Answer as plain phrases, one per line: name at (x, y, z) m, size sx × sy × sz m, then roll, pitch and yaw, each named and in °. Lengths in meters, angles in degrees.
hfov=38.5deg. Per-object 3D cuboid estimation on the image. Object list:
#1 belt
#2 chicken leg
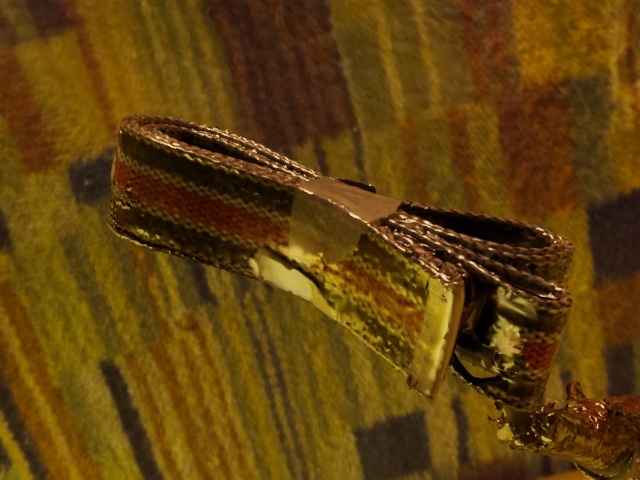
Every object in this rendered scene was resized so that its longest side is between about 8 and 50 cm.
belt at (0.000, 0.000, 0.636) m, size 0.359 × 0.126 × 0.094 m, roll 23°, pitch 119°, yaw 25°
chicken leg at (0.212, 0.157, 0.709) m, size 0.196 × 0.125 × 0.080 m, roll 5°, pitch 111°, yaw -58°
